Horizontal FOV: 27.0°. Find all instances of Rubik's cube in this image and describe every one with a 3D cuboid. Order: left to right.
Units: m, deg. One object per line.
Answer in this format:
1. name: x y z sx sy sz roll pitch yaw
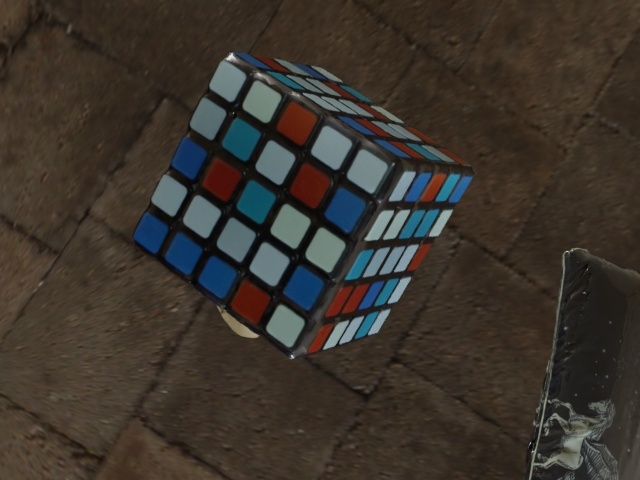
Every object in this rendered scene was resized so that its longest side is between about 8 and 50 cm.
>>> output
1. Rubik's cube: -0.012 -0.031 1.099 0.184 0.187 0.182 35 106 17

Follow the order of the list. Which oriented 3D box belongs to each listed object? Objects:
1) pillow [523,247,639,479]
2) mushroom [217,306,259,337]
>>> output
1. pillow: 0.191 0.118 0.886 0.141 0.055 0.208 14 89 -34
2. mushroom: 0.009 0.006 1.304 0.247 0.096 0.108 -37 95 -17
